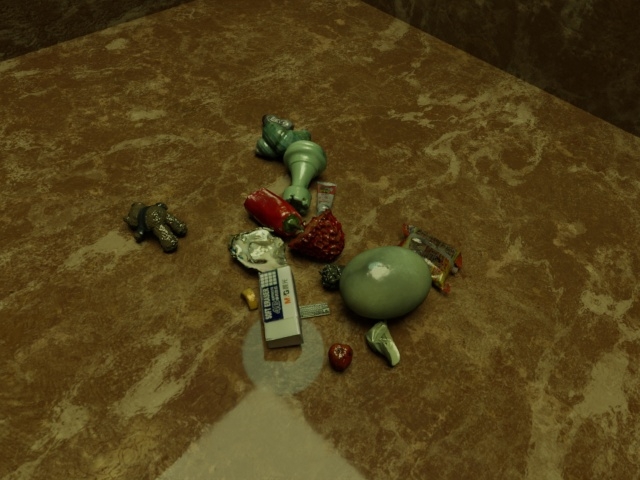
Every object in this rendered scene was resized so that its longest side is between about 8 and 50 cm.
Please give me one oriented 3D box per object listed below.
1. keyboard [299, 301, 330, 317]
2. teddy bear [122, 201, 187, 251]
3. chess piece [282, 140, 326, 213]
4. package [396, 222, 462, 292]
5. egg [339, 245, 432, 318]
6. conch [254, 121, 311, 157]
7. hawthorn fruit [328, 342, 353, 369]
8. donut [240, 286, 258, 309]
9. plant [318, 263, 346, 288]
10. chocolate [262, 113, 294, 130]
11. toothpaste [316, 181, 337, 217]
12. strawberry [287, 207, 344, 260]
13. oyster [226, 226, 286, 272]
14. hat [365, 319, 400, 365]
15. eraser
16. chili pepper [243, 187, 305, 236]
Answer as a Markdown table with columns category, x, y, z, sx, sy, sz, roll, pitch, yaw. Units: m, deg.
| category | x | y | z | sx | sy | sz | roll | pitch | yaw |
| --- | --- | --- | --- | --- | --- | --- | --- | --- | --- |
| keyboard | -0.033 | 0.253 | 1.815 | 0.129 | 0.015 | 0.049 | -6 | 50 | -13 |
| teddy bear | -0.635 | -0.077 | 1.936 | 0.252 | 0.129 | 0.182 | 22 | 48 | 10 |
| chess piece | -0.083 | -0.260 | 2.157 | 0.195 | 0.194 | 0.299 | 10 | 57 | 0 |
| package | 0.419 | 0.060 | 1.993 | 0.288 | 0.108 | 0.223 | 27 | 53 | 11 |
| egg | 0.233 | 0.148 | 1.786 | 0.352 | 0.258 | 0.258 | -13 | 53 | -23 |
| conch | -0.177 | -0.456 | 2.316 | 0.277 | 0.220 | 0.195 | -23 | 97 | 1 |
| hawthorn fruit | 0.067 | 0.387 | 1.669 | 0.093 | 0.093 | 0.093 | 4 | 49 | -5 |
| donut | -0.257 | 0.211 | 1.810 | 0.038 | 0.067 | 0.083 | -16 | 85 | -29 |
| plant | 0.063 | 0.133 | 1.887 | 0.143 | 0.092 | 0.094 | -2 | 56 | -21 |
| chocolate | -0.210 | -0.571 | 2.469 | 0.167 | 0.072 | 0.072 | 20 | 49 | 6 |
| toothpaste | 0.020 | -0.180 | 2.182 | 0.090 | 0.057 | 0.234 | 8 | 41 | 0 |
| strawberry | 0.000 | 0.000 | 1.965 | 0.178 | 0.234 | 0.234 | 47 | 52 | -10 |
| oyster | -0.237 | 0.048 | 1.918 | 0.214 | 0.083 | 0.222 | -9 | 52 | -14 |
| hat | 0.217 | 0.356 | 1.737 | 0.122 | 0.081 | 0.166 | 20 | 38 | -57 |
| eraser | -0.141 | 0.232 | 1.764 | 0.130 | 0.086 | 0.287 | -10 | 51 | 0 |
| chili pepper | -0.148 | -0.083 | 1.993 | 0.338 | 0.131 | 0.135 | 31 | 47 | 32 |
